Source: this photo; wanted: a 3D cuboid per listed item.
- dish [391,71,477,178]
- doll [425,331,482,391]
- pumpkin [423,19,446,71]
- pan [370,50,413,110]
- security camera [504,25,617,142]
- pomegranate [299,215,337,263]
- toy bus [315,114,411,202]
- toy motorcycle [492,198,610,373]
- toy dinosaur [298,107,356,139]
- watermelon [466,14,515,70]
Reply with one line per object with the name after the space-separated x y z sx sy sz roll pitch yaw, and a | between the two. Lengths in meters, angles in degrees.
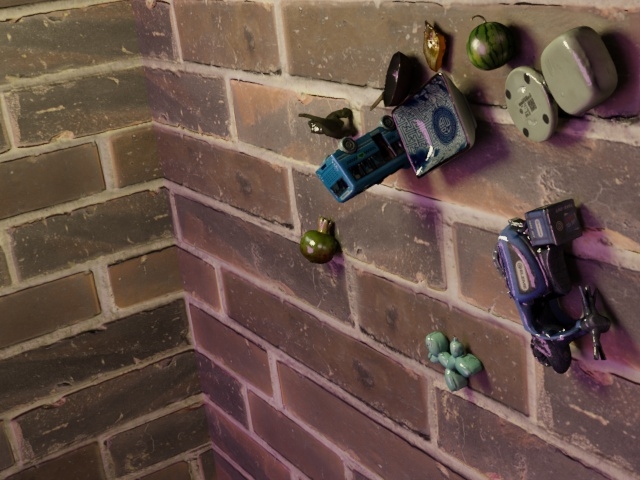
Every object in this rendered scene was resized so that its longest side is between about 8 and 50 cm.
0.273 -0.263 2.048 0.243 0.080 0.182 -32 77 63 | dish
0.329 0.302 2.297 0.158 0.059 0.159 61 150 15 | doll
0.258 -0.438 2.027 0.073 0.035 0.101 -127 29 -50 | pumpkin
0.179 -0.378 2.168 0.202 0.048 0.128 -167 89 -78 | pan
0.455 -0.294 1.732 0.157 0.080 0.301 66 160 6 | security camera
0.000 0.000 2.653 0.114 0.114 0.142 24 97 53 | pomegranate
0.117 -0.198 2.190 0.134 0.246 0.113 56 149 5 | toy bus
0.480 0.105 1.861 0.213 0.125 0.358 -12 96 59 | toy motorcycle
-0.003 -0.295 2.401 0.187 0.179 0.087 -17 90 63 | toy dinosaur
0.346 -0.400 1.834 0.109 0.109 0.109 36 135 46 | watermelon
